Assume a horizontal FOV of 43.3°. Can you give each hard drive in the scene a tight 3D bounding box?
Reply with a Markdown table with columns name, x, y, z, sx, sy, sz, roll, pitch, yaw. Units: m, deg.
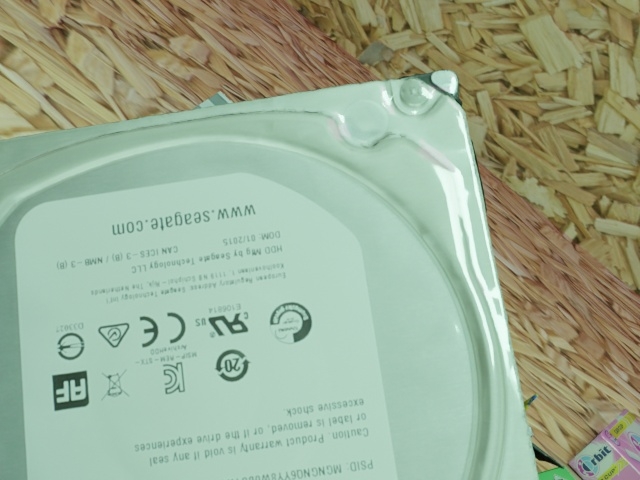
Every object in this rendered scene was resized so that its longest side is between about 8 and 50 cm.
| name | x | y | z | sx | sy | sz | roll | pitch | yaw |
| --- | --- | --- | --- | --- | --- | --- | --- | --- | --- |
| hard drive | -0.033 | 0.112 | 0.316 | 0.064 | 0.237 | 0.338 | 76 | 6 | -77 |

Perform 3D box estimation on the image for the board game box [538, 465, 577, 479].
| name | x | y | z | sx | sy | sz | roll | pitch | yaw |
| --- | --- | --- | --- | --- | --- | --- | --- | --- | --- |
| board game box | 0.220 | 0.324 | 0.618 | 0.214 | 0.046 | 0.317 | 1 | 35 | -37 |

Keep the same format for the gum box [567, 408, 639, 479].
| name | x | y | z | sx | sy | sz | roll | pitch | yaw |
| --- | --- | --- | --- | --- | --- | --- | --- | --- | --- |
| gum box | 0.412 | 0.296 | 1.072 | 0.107 | 0.062 | 0.188 | 47 | 22 | 22 |

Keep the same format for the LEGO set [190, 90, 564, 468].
| name | x | y | z | sx | sy | sz | roll | pitch | yaw |
| --- | --- | --- | --- | --- | --- | --- | --- | --- | --- |
| LEGO set | -0.037 | 0.076 | 0.488 | 0.331 | 0.255 | 0.192 | 39 | 59 | 18 |
